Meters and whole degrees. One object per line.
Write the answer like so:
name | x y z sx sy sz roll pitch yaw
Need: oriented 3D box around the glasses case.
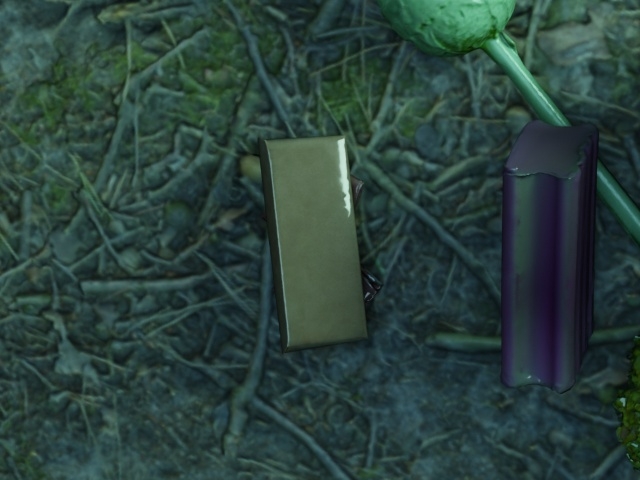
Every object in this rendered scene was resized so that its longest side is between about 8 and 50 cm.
glasses case | 0.000 0.000 1.572 0.102 0.070 0.193 -6 87 -16

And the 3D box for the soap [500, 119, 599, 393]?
soap | 0.191 0.013 1.459 0.066 0.122 0.203 6 116 16

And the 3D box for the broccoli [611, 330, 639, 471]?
broccoli | 0.330 0.144 1.432 0.194 0.194 0.219 -31 90 11

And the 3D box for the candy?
candy | 0.205 -0.102 1.511 0.119 0.119 0.440 -40 90 10
